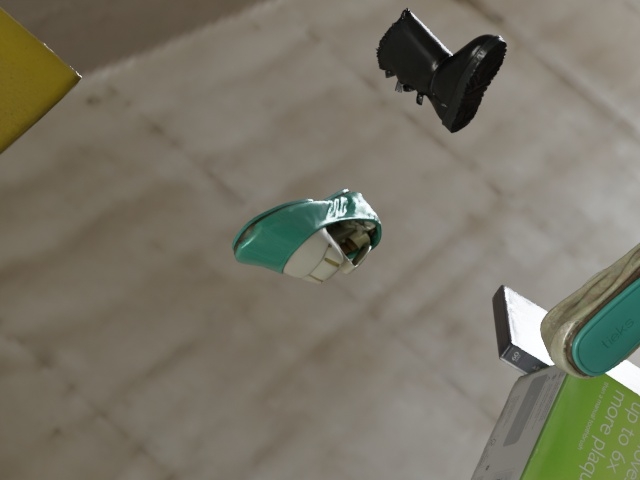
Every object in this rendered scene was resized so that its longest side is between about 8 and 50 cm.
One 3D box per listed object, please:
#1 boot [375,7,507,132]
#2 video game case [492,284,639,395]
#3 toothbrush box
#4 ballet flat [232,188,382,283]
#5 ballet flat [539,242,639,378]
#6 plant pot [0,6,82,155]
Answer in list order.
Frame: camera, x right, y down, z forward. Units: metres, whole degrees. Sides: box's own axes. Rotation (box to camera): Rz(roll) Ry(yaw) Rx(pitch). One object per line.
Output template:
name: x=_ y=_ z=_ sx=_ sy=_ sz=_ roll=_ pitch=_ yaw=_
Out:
boot: x=0.100 y=-0.158 z=1.669 sx=0.045 sy=0.099 sz=0.121 roll=-31 pitch=-21 yaw=-31
video game case: x=0.297 y=0.151 z=1.999 sx=0.026 sy=0.274 sz=0.196 roll=-56 pitch=6 yaw=15
toothbrush box: x=0.280 y=0.270 z=1.797 sx=0.206 sy=0.283 sz=0.122 roll=-62 pitch=14 yaw=-23
ballet flat: x=0.000 y=0.000 z=2.072 sx=0.083 sy=0.087 sz=0.247 roll=-51 pitch=-15 yaw=25
ballet flat: x=0.189 y=0.010 z=1.074 sx=0.168 sy=0.057 sz=0.052 roll=-35 pitch=25 yaw=-4
plant pot: x=-0.325 y=-0.113 z=1.307 sx=0.187 sy=0.212 sz=0.212 roll=-53 pitch=30 yaw=-7
